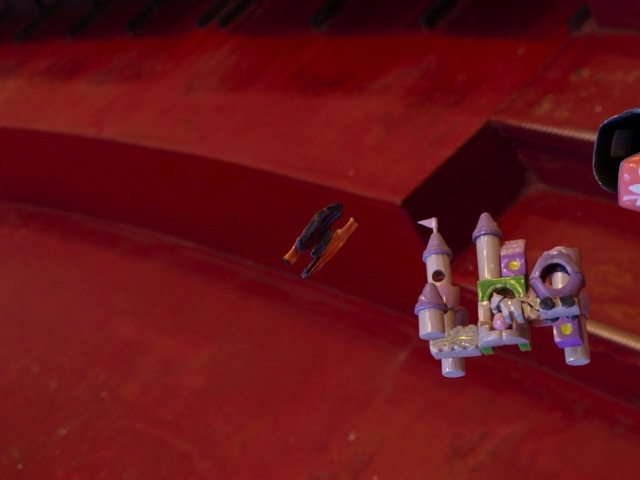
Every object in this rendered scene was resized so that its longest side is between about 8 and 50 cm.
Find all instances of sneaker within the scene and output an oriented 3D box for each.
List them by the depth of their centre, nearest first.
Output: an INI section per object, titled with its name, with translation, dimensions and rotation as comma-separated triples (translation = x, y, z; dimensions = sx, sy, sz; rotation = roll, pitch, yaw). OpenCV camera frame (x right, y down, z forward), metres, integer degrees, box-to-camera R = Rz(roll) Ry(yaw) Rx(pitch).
[sneaker]
translation = 0.364, -0.105, 1.101
dimensions = 0.148, 0.131, 0.350
rotation = 3, 16, 12

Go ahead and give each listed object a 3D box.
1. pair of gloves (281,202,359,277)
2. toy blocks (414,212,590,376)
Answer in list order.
[pair of gloves]
translation = 0.000, 0.000, 0.951
dimensions = 0.010, 0.083, 0.074
rotation = 42, 89, 24
[toy blocks]
translation = 0.304, 0.058, 1.758
dimensions = 0.289, 0.309, 0.260
rotation = -7, 65, 17
